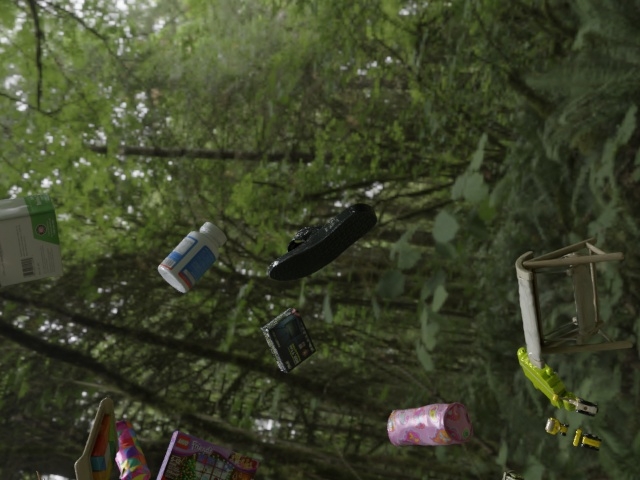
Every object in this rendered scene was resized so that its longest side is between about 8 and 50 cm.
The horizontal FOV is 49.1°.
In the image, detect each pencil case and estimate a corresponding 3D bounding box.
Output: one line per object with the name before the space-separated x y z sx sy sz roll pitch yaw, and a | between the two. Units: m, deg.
pencil case | 0.322 0.551 2.089 0.284 0.124 0.124 -28 42 54
pencil case | -0.663 0.734 2.406 0.236 0.104 0.104 51 157 44

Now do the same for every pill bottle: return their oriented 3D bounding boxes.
pill bottle | -0.405 0.050 2.250 0.221 0.124 0.124 -49 -29 -22

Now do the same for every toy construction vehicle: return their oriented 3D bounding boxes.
toy construction vehicle | 0.470 0.331 1.288 0.035 0.098 0.086 -8 -71 -73

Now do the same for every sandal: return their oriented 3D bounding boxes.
sandal | 0.002 0.000 2.435 0.167 0.446 0.107 33 -150 -47

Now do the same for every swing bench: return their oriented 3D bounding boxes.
swing bench | 0.617 0.154 1.761 0.165 0.255 0.253 -112 11 -75

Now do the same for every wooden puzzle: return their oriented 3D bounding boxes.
wooden puzzle | -0.586 0.580 1.877 0.238 0.044 0.221 -84 -2 -60

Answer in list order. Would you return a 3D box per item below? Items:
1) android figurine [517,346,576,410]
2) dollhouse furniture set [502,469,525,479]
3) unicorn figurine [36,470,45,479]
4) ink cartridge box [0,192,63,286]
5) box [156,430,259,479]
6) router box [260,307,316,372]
android figurine | 0.739 0.455 2.304 0.056 0.248 0.273 -39 -39 -4
dollhouse furniture set | 0.531 0.731 2.076 0.182 0.161 0.101 10 85 63
unicorn figurine | -0.741 0.732 1.962 0.060 0.162 0.111 -49 29 23
ink cartridge box | -0.650 0.006 1.420 0.092 0.219 0.160 47 140 47
box | -0.358 0.746 2.203 0.057 0.293 0.201 -37 32 56
router box | -0.074 0.232 1.633 0.092 0.038 0.122 -34 -68 -28
